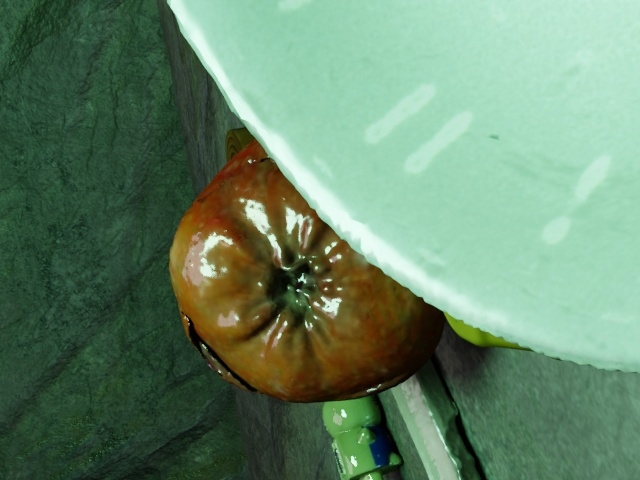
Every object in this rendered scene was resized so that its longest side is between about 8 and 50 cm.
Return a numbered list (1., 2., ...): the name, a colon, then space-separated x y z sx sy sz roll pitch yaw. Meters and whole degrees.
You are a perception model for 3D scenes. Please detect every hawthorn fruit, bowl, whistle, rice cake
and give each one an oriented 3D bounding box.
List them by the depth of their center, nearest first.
1. bowl: 0.091 -0.184 0.285 0.435 0.196 0.435 39 148 31
2. hawthorn fruit: 0.000 0.000 0.790 0.307 0.276 0.276 -77 -17 -63
3. rice cake: 0.130 0.211 0.857 0.057 0.052 0.256 104 149 -54
4. whistle: 0.062 0.296 1.112 0.105 0.085 0.227 103 151 -60

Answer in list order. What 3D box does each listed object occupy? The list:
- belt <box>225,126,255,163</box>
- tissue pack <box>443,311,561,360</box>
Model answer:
1. belt: -0.058 -0.011 1.204 0.217 0.122 0.339 171 86 -74
2. tissue pack: 0.148 0.000 0.481 0.178 0.127 0.123 169 81 -76
